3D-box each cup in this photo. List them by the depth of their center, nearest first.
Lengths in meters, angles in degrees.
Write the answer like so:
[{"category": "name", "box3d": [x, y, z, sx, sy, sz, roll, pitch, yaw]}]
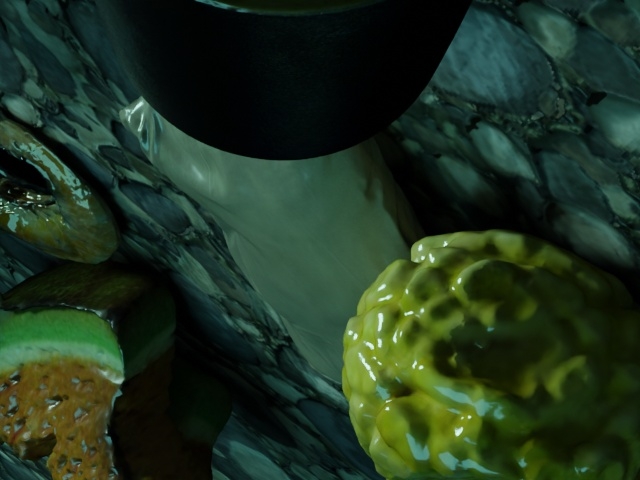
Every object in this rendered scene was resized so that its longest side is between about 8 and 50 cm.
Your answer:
[{"category": "cup", "box3d": [-0.016, -0.158, 0.721, 0.166, 0.239, 0.177, -5, 163, -3]}]

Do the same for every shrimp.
[{"category": "shrimp", "box3d": [-0.238, -0.045, 1.424, 0.219, 0.046, 0.152, 13, 150, 42]}]

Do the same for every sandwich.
[{"category": "sandwich", "box3d": [-0.139, 0.154, 1.529, 0.250, 0.162, 0.301, -21, 89, 53]}]

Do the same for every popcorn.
[{"category": "popcorn", "box3d": [0.096, 0.078, 0.986, 0.180, 0.170, 0.180, 4, -170, -1]}]

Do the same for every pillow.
[{"category": "pillow", "box3d": [0.000, 0.000, 1.089, 0.173, 0.067, 0.270, 9, 146, 44]}]
